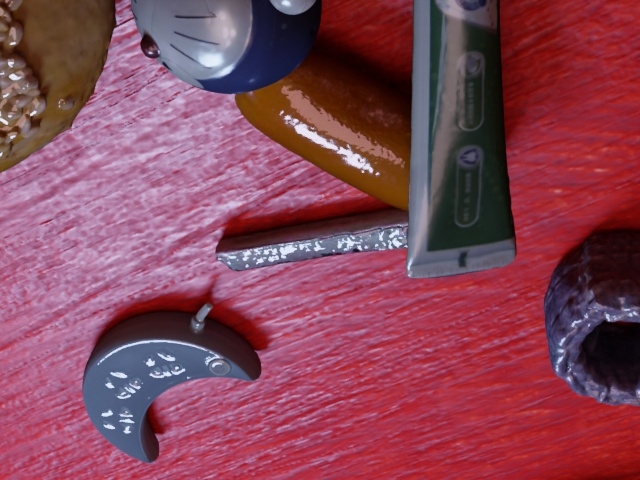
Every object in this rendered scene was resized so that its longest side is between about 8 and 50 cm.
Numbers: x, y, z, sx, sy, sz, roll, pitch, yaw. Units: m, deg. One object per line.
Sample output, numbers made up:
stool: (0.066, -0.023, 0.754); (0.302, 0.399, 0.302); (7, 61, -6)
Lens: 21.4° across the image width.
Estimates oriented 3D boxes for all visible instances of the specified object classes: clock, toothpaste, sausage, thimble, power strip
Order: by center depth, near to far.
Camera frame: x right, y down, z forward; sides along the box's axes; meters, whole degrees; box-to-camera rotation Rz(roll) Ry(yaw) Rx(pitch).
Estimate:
clock: (-0.060, -0.224, 1.288); (0.146, 0.199, 0.243); (-11, 135, -34)
toothpaste: (0.110, -0.152, 1.340); (0.098, 0.061, 0.392); (-8, 115, -13)
sausage: (0.044, -0.088, 1.427); (0.238, 0.098, 0.098); (29, 127, -13)
thimble: (0.277, 0.071, 1.520); (0.150, 0.098, 0.150); (4, 130, 4)
power strip: (-0.153, 0.130, 1.660); (0.137, 0.044, 0.216); (35, 125, -19)

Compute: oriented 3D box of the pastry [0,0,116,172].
pastry: (-0.313, -0.169, 1.348); (0.284, 0.184, 0.316); (27, 127, -15)

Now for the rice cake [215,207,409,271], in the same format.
rice cake: (0.000, 0.000, 1.541); (0.207, 0.033, 0.033); (-9, 125, 15)
